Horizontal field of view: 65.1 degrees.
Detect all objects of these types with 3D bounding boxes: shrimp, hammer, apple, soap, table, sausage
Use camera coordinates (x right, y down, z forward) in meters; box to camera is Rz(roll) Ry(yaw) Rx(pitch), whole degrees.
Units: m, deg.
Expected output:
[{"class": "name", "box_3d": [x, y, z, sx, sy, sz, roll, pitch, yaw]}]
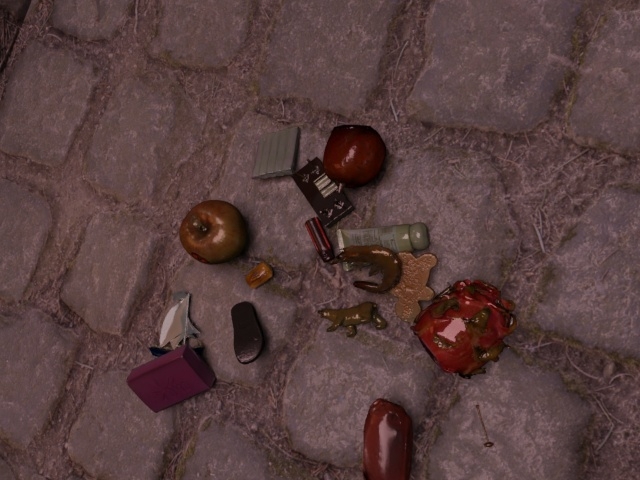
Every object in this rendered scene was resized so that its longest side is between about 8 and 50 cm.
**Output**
[{"class": "shrimp", "box_3d": [0.152, 0.096, 1.648, 0.253, 0.058, 0.173, -10, 100, 34]}, {"class": "hammer", "box_3d": [0.490, 0.558, 1.511, 0.029, 0.014, 0.122, -15, 72, 8]}, {"class": "apple", "box_3d": [-0.388, -0.029, 1.840, 0.261, 0.194, 0.260, -5, 76, 20]}, {"class": "soap", "box_3d": [-0.537, 0.500, 1.808, 0.259, 0.081, 0.181, -25, 114, 14]}, {"class": "table", "box_3d": [-0.004, -0.179, 1.774, 0.122, 0.111, 0.240, -38, 69, 10]}, {"class": "sausage", "box_3d": [0.202, 0.628, 1.528, 0.152, 0.152, 0.279, -1, 79, 20]}]

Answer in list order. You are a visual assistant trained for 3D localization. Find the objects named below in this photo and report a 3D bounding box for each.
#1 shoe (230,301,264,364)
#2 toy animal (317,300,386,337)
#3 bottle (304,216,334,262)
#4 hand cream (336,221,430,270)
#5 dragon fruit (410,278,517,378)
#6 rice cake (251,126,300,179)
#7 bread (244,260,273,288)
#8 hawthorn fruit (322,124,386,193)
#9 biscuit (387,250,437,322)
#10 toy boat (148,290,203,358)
[{"class": "shoe", "box_3d": [-0.254, 0.335, 1.788, 0.108, 0.093, 0.241, -18, 52, -1]}, {"class": "toy animal", "box_3d": [0.101, 0.257, 1.675, 0.219, 0.103, 0.101, -18, 55, 18]}, {"class": "bottle", "box_3d": [0.000, 0.000, 1.766, 0.060, 0.060, 0.164, -28, 72, 13]}, {"class": "hand cream", "box_3d": [0.207, 0.010, 1.673, 0.306, 0.093, 0.147, -11, 92, 19]}, {"class": "dragon fruit", "box_3d": [0.434, 0.251, 1.472, 0.291, 0.250, 0.269, -34, 75, -5]}, {"class": "rice cake", "box_3d": [-0.168, -0.326, 1.880, 0.189, 0.037, 0.198, -9, 63, 17]}, {"class": "bread", "box_3d": [-0.224, 0.125, 1.828, 0.106, 0.053, 0.072, -36, 67, 16]}, {"class": "hawthorn fruit", "box_3d": [0.108, -0.274, 1.704, 0.215, 0.215, 0.249, 24, 84, 22]}, {"class": "biscuit", "box_3d": [0.294, 0.149, 1.621, 0.153, 0.030, 0.234, 7, 99, 20]}, {"class": "toy boat", "box_3d": [-0.520, 0.348, 1.887, 0.210, 0.070, 0.291, 21, 84, 18]}]
